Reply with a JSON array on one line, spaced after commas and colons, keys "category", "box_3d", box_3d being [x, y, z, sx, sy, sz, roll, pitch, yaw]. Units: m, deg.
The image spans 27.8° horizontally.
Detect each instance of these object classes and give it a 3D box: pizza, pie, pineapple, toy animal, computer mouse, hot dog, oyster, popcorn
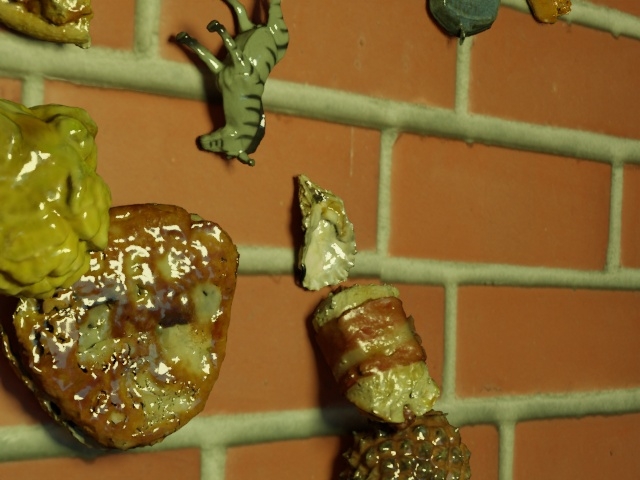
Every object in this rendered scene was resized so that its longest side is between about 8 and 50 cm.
[{"category": "pizza", "box_3d": [-0.305, -0.317, 1.337, 0.197, 0.058, 0.292, -30, 127, 9]}, {"category": "pie", "box_3d": [-0.222, 0.099, 1.470, 0.308, 0.085, 0.308, -2, 93, -38]}, {"category": "pineapple", "box_3d": [0.102, 0.310, 1.730, 0.193, 0.166, 0.166, -25, 107, -37]}, {"category": "toy animal", "box_3d": [-0.090, -0.216, 1.599, 0.217, 0.073, 0.176, -57, 131, -32]}, {"category": "computer mouse", "box_3d": [0.216, -0.397, 1.880, 0.113, 0.068, 0.229, 10, 95, -25]}, {"category": "hot dog", "box_3d": [0.339, -0.414, 2.001, 0.072, 0.055, 0.188, -51, 121, -32]}, {"category": "hot dog", "box_3d": [0.070, 0.152, 1.706, 0.146, 0.103, 0.213, -5, 64, -27]}, {"category": "oyster", "box_3d": [0.000, 0.000, 1.701, 0.146, 0.045, 0.121, 48, 57, -41]}, {"category": "popcorn", "box_3d": [-0.315, -0.052, 1.337, 0.226, 0.203, 0.200, 24, 99, 2]}]
